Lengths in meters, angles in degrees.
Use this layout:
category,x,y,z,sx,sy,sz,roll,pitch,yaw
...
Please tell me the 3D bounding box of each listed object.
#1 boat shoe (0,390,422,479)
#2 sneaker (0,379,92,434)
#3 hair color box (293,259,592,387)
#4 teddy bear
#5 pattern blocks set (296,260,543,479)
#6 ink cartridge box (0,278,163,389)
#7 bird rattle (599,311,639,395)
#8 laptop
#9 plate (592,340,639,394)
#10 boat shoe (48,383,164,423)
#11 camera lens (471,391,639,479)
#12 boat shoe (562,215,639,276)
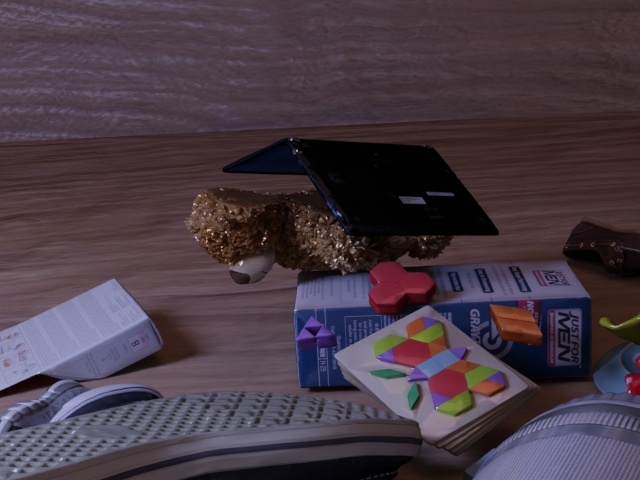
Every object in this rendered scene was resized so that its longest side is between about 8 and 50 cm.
category,x,y,z,sx,sy,sz,roll,pitch,yaw
boat shoe,-0.119,0.225,1.027,0.500,0.156,0.187,-6,7,-40
sneaker,-0.247,0.202,1.246,0.132,0.086,0.229,3,16,11
hair color box,0.144,0.100,1.482,0.347,0.105,0.174,-3,14,2
teddy bear,0.000,0.000,1.529,0.338,0.113,0.245,-5,17,-45
pattern blocks set,0.121,0.141,1.277,0.325,0.026,0.285,25,46,32
ink cartridge box,-0.338,0.141,1.565,0.232,0.066,0.189,-30,24,-14
bird rattle,0.411,0.118,1.280,0.207,0.143,0.253,8,31,-7
laptop,0.044,-0.051,1.509,0.234,0.136,0.264,-1,43,-36
plate,0.409,0.146,1.391,0.188,0.024,0.188,-6,23,3
boat shoe,-0.231,0.216,1.110,0.102,0.108,0.301,-14,8,41
camera lens,0.175,0.242,0.791,0.219,0.219,0.274,5,18,25
boat shoe,0.446,0.021,1.787,0.073,0.073,0.207,-49,28,-13
